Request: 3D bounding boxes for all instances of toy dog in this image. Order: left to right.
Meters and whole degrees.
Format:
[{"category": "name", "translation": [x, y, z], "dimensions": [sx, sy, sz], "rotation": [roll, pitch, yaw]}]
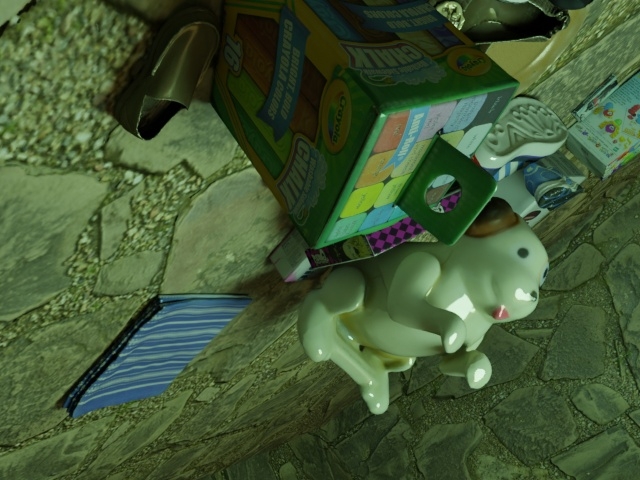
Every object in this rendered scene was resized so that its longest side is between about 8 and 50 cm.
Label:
[{"category": "toy dog", "translation": [0.220, 0.097, 0.943], "dimensions": [0.408, 0.285, 0.395], "rotation": [-26, -155, 25]}]

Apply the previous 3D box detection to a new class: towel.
[{"category": "towel", "translation": [-0.307, 0.220, 0.964], "dimensions": [0.336, 0.040, 0.243], "rotation": [-45, 155, 20]}]

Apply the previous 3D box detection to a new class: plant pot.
[{"category": "plant pot", "translation": [0.331, -0.321, 0.810], "dimensions": [0.236, 0.032, 0.236], "rotation": [-29, 156, -15]}]

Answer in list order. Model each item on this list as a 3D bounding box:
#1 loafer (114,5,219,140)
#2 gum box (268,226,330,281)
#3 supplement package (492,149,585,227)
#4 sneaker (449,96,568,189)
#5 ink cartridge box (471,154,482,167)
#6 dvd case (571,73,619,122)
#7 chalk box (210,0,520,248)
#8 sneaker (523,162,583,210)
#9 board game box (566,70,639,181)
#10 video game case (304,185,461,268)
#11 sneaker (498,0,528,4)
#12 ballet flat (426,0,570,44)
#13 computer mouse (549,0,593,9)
[{"category": "loafer", "translation": [-0.141, -0.154, 0.481], "dimensions": [0.148, 0.050, 0.056], "rotation": [-47, 154, 24]}, {"category": "gum box", "translation": [0.000, 0.000, 0.928], "dimensions": [0.188, 0.062, 0.107], "rotation": [-47, 153, 24]}, {"category": "supplement package", "translation": [0.488, -0.134, 1.209], "dimensions": [0.203, 0.149, 0.194], "rotation": [-9, 145, -47]}, {"category": "sneaker", "translation": [0.330, -0.157, 1.020], "dimensions": [0.322, 0.130, 0.236], "rotation": [-23, 164, -36]}, {"category": "ink cartridge box", "translation": [0.212, -0.178, 0.734], "dimensions": [0.045, 0.179, 0.145], "rotation": [-33, 159, 25]}, {"category": "dvd case", "translation": [0.678, -0.347, 1.231], "dimensions": [0.119, 0.013, 0.087], "rotation": [-46, 154, 25]}, {"category": "chalk box", "translation": [0.043, -0.120, 0.487], "dimensions": [0.179, 0.289, 0.180], "rotation": [-19, 151, -32]}, {"category": "sneaker", "translation": [0.464, -0.112, 1.000], "dimensions": [0.080, 0.081, 0.211], "rotation": [-39, 158, 25]}, {"category": "board game box", "translation": [0.807, -0.311, 1.304], "dimensions": [0.275, 0.144, 0.142], "rotation": [-40, 156, 14]}, {"category": "video game case", "translation": [0.116, -0.023, 0.798], "dimensions": [0.232, 0.042, 0.210], "rotation": [-24, -177, -26]}, {"category": "sneaker", "translation": [0.242, -0.357, 0.563], "dimensions": [0.300, 0.111, 0.121], "rotation": [-30, 142, -26]}, {"category": "ballet flat", "translation": [0.236, -0.293, 0.661], "dimensions": [0.249, 0.058, 0.084], "rotation": [-8, 137, -24]}, {"category": "computer mouse", "translation": [0.374, -0.364, 0.690], "dimensions": [0.242, 0.071, 0.041], "rotation": [-38, 141, -33]}]
